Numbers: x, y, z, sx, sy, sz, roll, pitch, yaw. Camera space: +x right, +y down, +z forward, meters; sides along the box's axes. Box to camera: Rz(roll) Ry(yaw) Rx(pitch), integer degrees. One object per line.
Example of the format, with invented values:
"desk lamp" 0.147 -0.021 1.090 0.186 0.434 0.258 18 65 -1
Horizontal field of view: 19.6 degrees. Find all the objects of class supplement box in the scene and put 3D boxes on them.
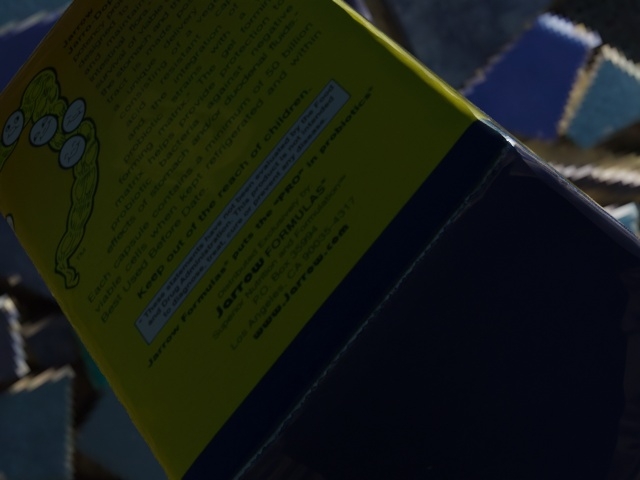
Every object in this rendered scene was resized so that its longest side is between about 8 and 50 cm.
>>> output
"supplement box" 0.000 0.000 0.889 0.195 0.194 0.356 -51 37 6
